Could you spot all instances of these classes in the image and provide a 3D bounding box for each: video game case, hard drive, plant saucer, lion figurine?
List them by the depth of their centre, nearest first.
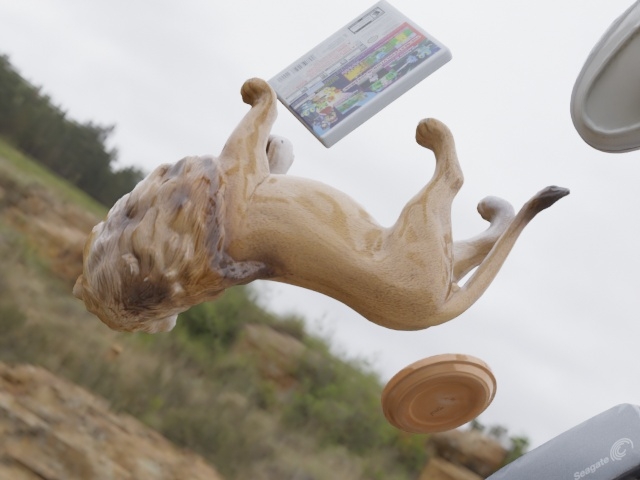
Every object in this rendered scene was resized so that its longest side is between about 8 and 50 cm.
[{"bbox_3d":[0.146,0.186,0.829,0.172,0.255,0.054,19,42,-37],"label":"hard drive"},{"bbox_3d":[0.085,0.111,0.971,0.083,0.083,0.013,44,23,-42],"label":"plant saucer"},{"bbox_3d":[0.000,0.000,1.180,0.392,0.240,0.142,10,-38,15],"label":"lion figurine"},{"bbox_3d":[0.047,-0.221,1.794,0.183,0.201,0.023,49,-7,50],"label":"video game case"}]

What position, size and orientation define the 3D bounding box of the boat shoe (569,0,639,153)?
[{"bbox_3d":[0.254,-0.137,0.879,0.267,0.088,0.096,-33,-96,40],"label":"boat shoe"}]
